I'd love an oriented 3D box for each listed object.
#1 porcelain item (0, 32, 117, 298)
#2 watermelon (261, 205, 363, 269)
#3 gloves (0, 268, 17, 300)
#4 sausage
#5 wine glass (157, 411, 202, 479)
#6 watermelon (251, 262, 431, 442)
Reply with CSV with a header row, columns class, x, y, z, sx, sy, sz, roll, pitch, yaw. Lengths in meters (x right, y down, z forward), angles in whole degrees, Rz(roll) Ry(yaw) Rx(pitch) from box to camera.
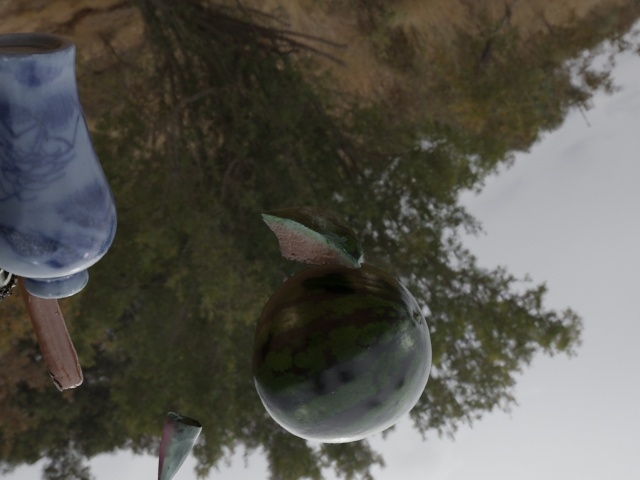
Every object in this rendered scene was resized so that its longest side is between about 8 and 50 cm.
class,x,y,z,sx,sy,sz,roll,pitch,yaw
porcelain item,-0.274,-0.067,0.762,0.141,0.259,0.141,1,-153,-1
watermelon,0.004,-0.007,1.175,0.155,0.080,0.101,17,-147,38
gloves,-0.635,0.071,1.392,0.312,0.135,0.210,-46,-140,10
sausage,-0.335,0.097,0.959,0.043,0.186,0.043,-15,-171,2
wine glass,-0.281,0.410,1.466,0.073,0.073,0.155,175,-65,-77
watermelon,0.034,0.173,1.232,0.285,0.285,0.285,-30,-174,3
